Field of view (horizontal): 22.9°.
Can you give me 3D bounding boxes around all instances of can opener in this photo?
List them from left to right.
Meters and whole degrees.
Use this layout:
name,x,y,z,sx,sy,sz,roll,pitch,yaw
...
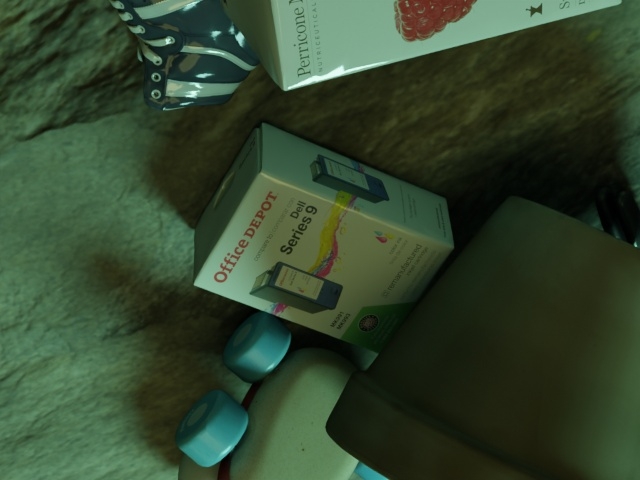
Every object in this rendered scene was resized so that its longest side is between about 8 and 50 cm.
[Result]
name,x,y,z,sx,sy,sz,roll,pitch,yaw
can opener,0.324,0.017,1.603,0.059,0.073,0.186,0,135,47

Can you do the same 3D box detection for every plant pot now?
name,x,y,z,sx,sy,sz,roll,pitch,yaw
plant pot,0.207,0.122,1.496,0.323,0.323,0.280,25,91,-20

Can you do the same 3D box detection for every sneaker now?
name,x,y,z,sx,sy,sz,roll,pitch,yaw
sneaker,-0.162,-0.216,1.365,0.282,0.099,0.153,26,119,-24

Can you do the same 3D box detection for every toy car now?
name,x,y,z,sx,sy,sz,roll,pitch,yaw
toy car,-0.070,0.228,1.676,0.219,0.210,0.238,41,144,-17

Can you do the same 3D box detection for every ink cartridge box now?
name,x,y,z,sx,sy,sz,roll,pitch,yaw
ink cartridge box,0.000,0.000,1.538,0.212,0.093,0.154,23,122,-17

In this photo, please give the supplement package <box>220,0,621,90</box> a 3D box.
name,x,y,z,sx,sy,sz,roll,pitch,yaw
supplement package,0.070,-0.261,1.251,0.293,0.175,0.178,-16,125,-12
